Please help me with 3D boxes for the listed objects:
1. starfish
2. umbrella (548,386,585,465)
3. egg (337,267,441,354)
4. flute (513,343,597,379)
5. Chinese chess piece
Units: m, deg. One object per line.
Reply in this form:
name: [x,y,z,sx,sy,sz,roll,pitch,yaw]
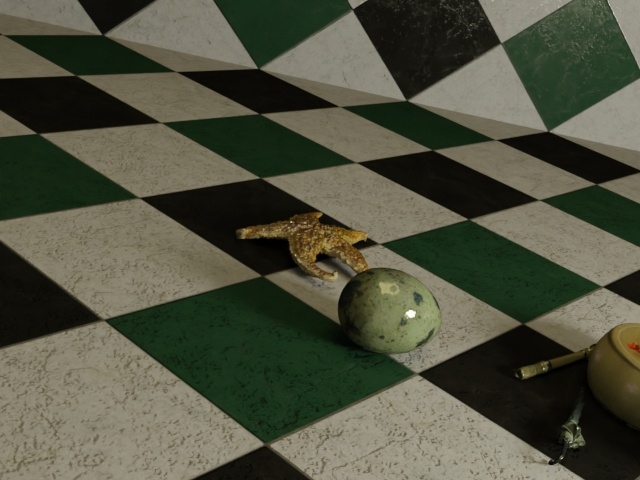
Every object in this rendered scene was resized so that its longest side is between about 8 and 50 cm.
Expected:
starfish: [0.001,-0.004,1.866,0.299,0.060,0.302,18,22,14]
umbrella: [0.396,0.278,1.475,0.044,0.044,0.269,50,30,3]
egg: [0.115,0.117,1.561,0.181,0.141,0.141,15,21,-23]
flute: [0.414,0.211,1.658,0.233,0.027,0.027,-7,31,-41]
Chinese chess piece: [0.575,0.235,1.606,0.250,0.097,0.251,13,23,-6]
